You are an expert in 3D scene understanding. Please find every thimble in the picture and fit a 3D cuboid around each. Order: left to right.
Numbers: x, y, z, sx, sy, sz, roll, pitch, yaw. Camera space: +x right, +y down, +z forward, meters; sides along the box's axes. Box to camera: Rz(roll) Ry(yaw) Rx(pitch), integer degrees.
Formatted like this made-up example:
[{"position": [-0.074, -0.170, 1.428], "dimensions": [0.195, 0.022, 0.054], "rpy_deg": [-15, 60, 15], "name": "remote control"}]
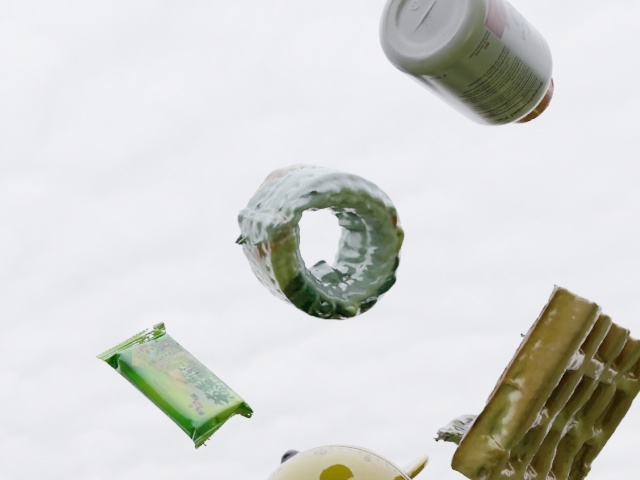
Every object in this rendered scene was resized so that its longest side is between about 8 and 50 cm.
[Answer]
[{"position": [0.000, 0.000, 1.706], "dimensions": [0.288, 0.167, 0.254], "rpy_deg": [21, -91, -34], "name": "thimble"}]

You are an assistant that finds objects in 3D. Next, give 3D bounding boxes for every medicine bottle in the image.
[{"position": [0.216, -0.251, 1.342], "dimensions": [0.157, 0.157, 0.288], "rpy_deg": [-34, -32, 25], "name": "medicine bottle"}]

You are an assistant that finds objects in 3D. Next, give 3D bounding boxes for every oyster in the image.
[{"position": [0.317, 0.377, 1.843], "dimensions": [0.094, 0.166, 0.294], "rpy_deg": [-62, -34, -6], "name": "oyster"}]

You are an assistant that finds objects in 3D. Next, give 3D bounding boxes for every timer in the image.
[{"position": [0.036, 0.531, 1.803], "dimensions": [0.376, 0.376, 0.387], "rpy_deg": [-19, -1, 11], "name": "timer"}]

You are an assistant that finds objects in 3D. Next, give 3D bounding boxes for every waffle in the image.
[{"position": [0.355, 0.243, 1.448], "dimensions": [0.348, 0.077, 0.304], "rpy_deg": [26, -86, -50], "name": "waffle"}]

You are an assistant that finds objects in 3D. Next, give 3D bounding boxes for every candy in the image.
[{"position": [-0.170, 0.167, 1.159], "dimensions": [0.102, 0.178, 0.032], "rpy_deg": [-20, -42, -47], "name": "candy"}]
